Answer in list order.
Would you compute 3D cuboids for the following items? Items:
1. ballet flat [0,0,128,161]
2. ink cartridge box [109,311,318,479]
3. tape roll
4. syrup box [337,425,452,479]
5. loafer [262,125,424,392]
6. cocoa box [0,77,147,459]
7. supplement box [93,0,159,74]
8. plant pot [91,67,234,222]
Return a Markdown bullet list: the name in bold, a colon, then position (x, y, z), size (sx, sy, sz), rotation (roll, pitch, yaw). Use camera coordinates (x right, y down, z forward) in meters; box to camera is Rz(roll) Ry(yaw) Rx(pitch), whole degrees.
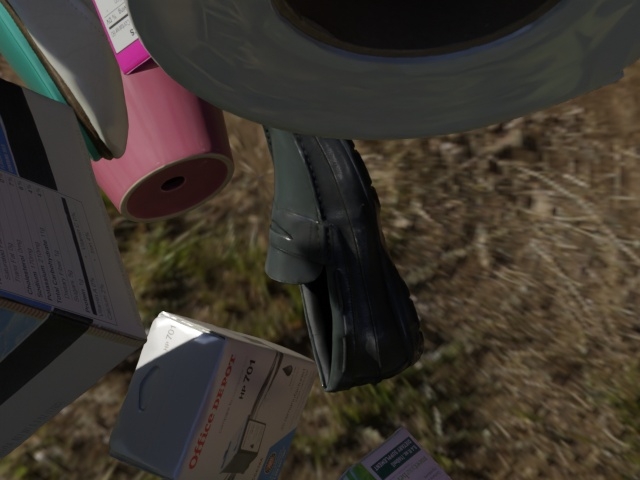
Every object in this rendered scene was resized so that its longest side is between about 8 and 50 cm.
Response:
- **ballet flat**: position (-0.259, -0.248, 1.303), size (0.139, 0.139, 0.400), rotation (-41, 97, 0)
- **ink cartridge box**: position (-0.095, 0.154, 1.502), size (0.082, 0.190, 0.140), rotation (20, 88, 27)
- **tape roll**: position (0.035, -0.176, 0.668), size (0.246, 0.246, 0.169), rotation (-7, 61, -2)
- **syrup box**: position (0.105, 0.288, 1.388), size (0.237, 0.093, 0.096), rotation (46, 129, 12)
- **loafer**: position (0.000, 0.000, 1.029), size (0.078, 0.076, 0.223), rotation (-27, 116, -13)
- **cocoa box**: position (-0.342, 0.051, 1.155), size (0.347, 0.228, 0.231), rotation (-38, 56, 22)
- **supplement box**: position (-0.095, -0.229, 0.993), size (0.111, 0.114, 0.220), rotation (-22, 90, -39)
- **plant pot**: position (-0.183, -0.127, 1.693), size (0.201, 0.201, 0.180), rotation (-25, 70, -1)
